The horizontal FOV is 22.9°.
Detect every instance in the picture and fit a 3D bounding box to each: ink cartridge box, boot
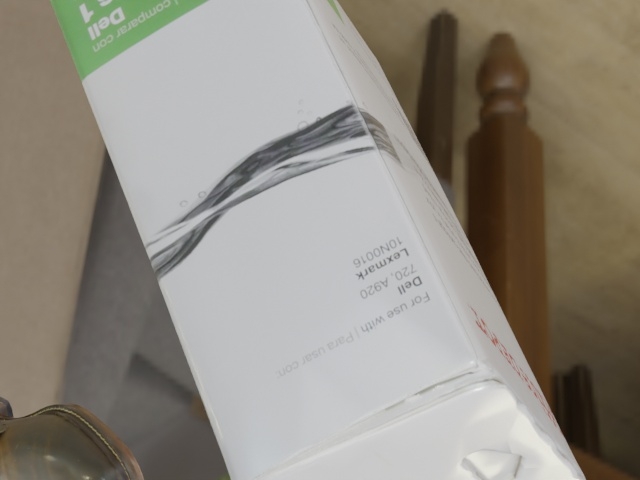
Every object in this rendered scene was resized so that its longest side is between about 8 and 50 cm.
[{"bbox_3d":[0.000,0.000,0.582,0.092,0.219,0.160,-28,150,9],"label":"ink cartridge box"},{"bbox_3d":[-0.193,0.142,0.902,0.219,0.106,0.082,3,109,50],"label":"boot"}]
